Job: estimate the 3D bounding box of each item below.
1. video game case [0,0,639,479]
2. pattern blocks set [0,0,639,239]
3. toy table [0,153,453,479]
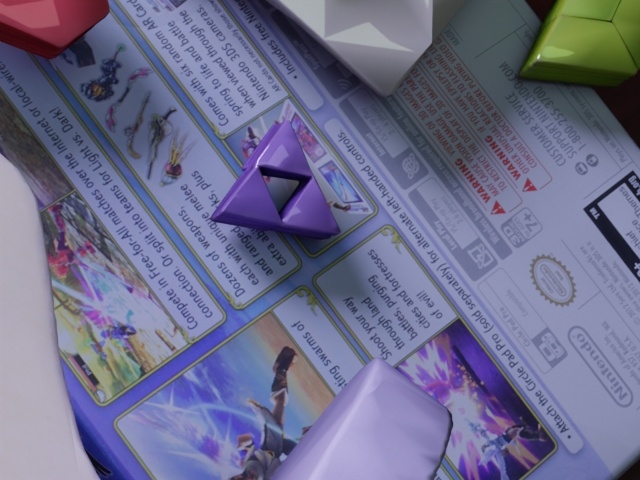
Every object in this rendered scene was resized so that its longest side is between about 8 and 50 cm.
[{"bbox_3d":[0.000,0.000,0.577,0.244,0.061,0.269,-35,85,-27],"label":"video game case"},{"bbox_3d":[0.012,-0.155,0.571,0.285,0.026,0.325,26,69,-15],"label":"pattern blocks set"},{"bbox_3d":[-0.103,0.104,0.389,0.161,0.252,0.274,36,47,0],"label":"toy table"}]
